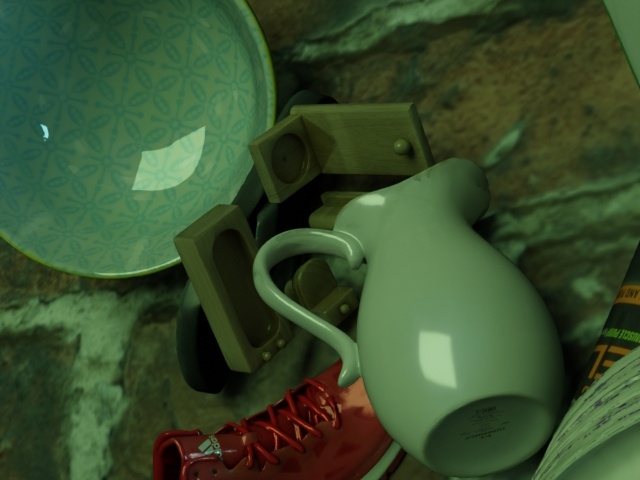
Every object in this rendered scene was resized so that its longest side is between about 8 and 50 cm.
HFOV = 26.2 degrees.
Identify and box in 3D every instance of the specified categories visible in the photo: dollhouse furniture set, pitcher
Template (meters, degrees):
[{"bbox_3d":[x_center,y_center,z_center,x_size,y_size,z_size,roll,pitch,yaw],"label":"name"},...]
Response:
[{"bbox_3d":[0.000,0.000,0.982,0.123,0.144,0.151,4,34,46],"label":"dollhouse furniture set"},{"bbox_3d":[0.055,0.053,0.889,0.177,0.125,0.207,-15,46,-1],"label":"pitcher"}]

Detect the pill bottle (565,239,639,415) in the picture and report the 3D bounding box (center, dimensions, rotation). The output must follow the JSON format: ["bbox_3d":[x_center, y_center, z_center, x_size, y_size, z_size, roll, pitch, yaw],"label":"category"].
[{"bbox_3d":[0.197,0.106,0.731,0.130,0.130,0.246,16,79,48],"label":"pill bottle"}]

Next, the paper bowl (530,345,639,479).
[{"bbox_3d":[0.207,0.176,0.549,0.284,0.284,0.148,-28,10,31],"label":"paper bowl"}]

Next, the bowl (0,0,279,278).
[{"bbox_3d":[-0.166,-0.122,1.186,0.289,0.289,0.156,-49,0,12],"label":"bowl"}]

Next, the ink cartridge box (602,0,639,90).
[{"bbox_3d":[0.279,-0.119,0.720,0.219,0.092,0.160,-8,53,-6],"label":"ink cartridge box"}]

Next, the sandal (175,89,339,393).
[{"bbox_3d":[-0.040,0.002,1.067,0.054,0.097,0.254,21,83,24],"label":"sandal"}]

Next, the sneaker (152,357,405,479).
[{"bbox_3d":[-0.028,0.139,0.938,0.221,0.128,0.087,-55,41,5],"label":"sneaker"}]
